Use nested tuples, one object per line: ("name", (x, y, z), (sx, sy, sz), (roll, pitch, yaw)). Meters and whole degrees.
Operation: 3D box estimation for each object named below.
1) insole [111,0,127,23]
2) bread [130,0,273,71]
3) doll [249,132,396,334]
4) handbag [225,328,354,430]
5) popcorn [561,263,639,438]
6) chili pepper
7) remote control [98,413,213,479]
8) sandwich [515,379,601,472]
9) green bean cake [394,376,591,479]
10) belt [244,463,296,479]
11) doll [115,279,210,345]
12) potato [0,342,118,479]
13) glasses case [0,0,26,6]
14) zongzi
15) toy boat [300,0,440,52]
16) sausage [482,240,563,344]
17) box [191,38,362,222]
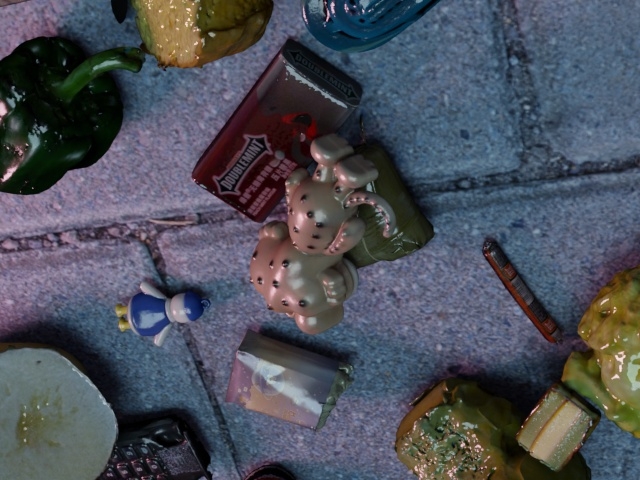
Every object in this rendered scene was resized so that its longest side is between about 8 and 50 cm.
("insole", (-0.235, -0.296, 1.350), (0.045, 0.002, 0.135), (64, 158, 12))
("bread", (-0.131, -0.276, 1.286), (0.140, 0.229, 0.143), (-27, 113, -18))
("doll", (-0.001, -0.002, 1.429), (0.154, 0.119, 0.278), (49, 138, 18))
("handbag", (-0.045, 0.207, 1.650), (0.173, 0.095, 0.117), (17, 128, 2))
("popcorn", (0.436, 0.142, 1.462), (0.255, 0.195, 0.256), (-2, 114, 10))
("chili pepper", (-0.324, -0.171, 1.407), (0.165, 0.174, 0.261), (51, 125, 10))
("remote control", (-0.366, 0.354, 1.824), (0.399, 0.062, 0.144), (-12, 120, 20))
("sandwich", (0.343, 0.216, 1.533), (0.079, 0.163, 0.113), (38, 129, 14))
("green bean cake", (0.239, 0.348, 1.561), (0.285, 0.310, 0.202), (32, 125, -14))
("belt", (-0.042, 0.514, 1.855), (0.126, 0.094, 0.359), (-9, 123, 11))
("doll", (-0.223, 0.100, 1.632), (0.143, 0.057, 0.098), (-11, 100, 16))
("potato", (-0.465, 0.263, 1.716), (0.300, 0.196, 0.246), (8, 92, -21))
("glasses case", (-0.438, -0.329, 1.379), (0.299, 0.060, 0.114), (-10, 121, 16))
("zongzi", (0.032, -0.047, 1.486), (0.178, 0.081, 0.189), (-19, 111, 38))
("toy boat", (0.096, -0.310, 1.280), (0.134, 0.092, 0.299), (41, 120, -21))
("sausage", (0.272, 0.072, 1.542), (0.028, 0.025, 0.198), (-42, 113, -3))
("box", (-0.057, -0.133, 1.439), (0.120, 0.069, 0.224), (34, 124, -13))
